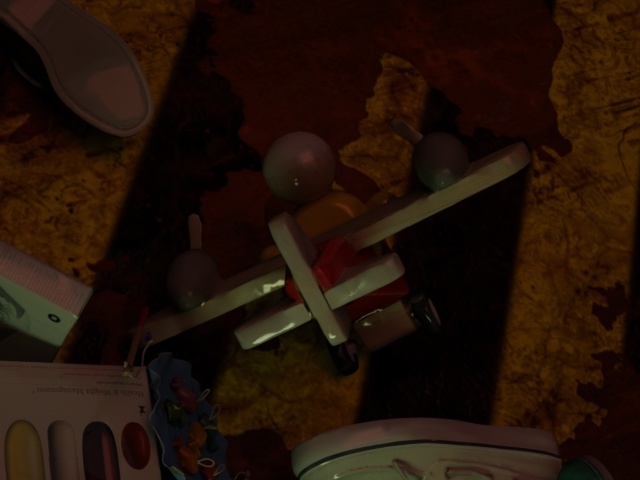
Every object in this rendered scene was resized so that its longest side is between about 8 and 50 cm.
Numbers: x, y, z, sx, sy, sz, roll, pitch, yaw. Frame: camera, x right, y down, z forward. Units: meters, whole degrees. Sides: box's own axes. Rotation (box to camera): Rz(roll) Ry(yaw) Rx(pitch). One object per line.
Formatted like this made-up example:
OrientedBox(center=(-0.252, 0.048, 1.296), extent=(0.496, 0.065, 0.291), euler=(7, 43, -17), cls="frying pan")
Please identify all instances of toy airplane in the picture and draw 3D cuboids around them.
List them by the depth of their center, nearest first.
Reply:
OrientedBox(center=(0.000, 0.000, 1.768), extent=(0.386, 0.384, 0.272), euler=(-15, 77, -32), cls="toy airplane")

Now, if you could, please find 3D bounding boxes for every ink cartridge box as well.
OrientedBox(center=(-0.369, 0.058, 1.641), extent=(0.224, 0.223, 0.045), euler=(30, 56, -6), cls="ink cartridge box")

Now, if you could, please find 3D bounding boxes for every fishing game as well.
OrientedBox(center=(-0.132, 0.204, 1.664), extent=(0.189, 0.041, 0.264), euler=(-82, 148, -64), cls="fishing game")

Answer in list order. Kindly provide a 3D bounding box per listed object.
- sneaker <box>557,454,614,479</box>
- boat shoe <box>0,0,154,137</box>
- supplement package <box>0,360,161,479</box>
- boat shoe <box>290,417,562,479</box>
OrientedBox(center=(0.296, 0.402, 1.792), extent=(0.121, 0.108, 0.302), euler=(-4, 80, -18), cls="sneaker")
OrientedBox(center=(-0.322, -0.237, 1.952), extent=(0.114, 0.091, 0.302), euler=(-37, 81, -19), cls="boat shoe")
OrientedBox(center=(-0.278, 0.247, 1.608), extent=(0.194, 0.149, 0.203), euler=(4, 56, -25), cls="supplement package")
OrientedBox(center=(0.137, 0.303, 1.810), extent=(0.367, 0.136, 0.156), euler=(9, 58, -34), cls="boat shoe")
